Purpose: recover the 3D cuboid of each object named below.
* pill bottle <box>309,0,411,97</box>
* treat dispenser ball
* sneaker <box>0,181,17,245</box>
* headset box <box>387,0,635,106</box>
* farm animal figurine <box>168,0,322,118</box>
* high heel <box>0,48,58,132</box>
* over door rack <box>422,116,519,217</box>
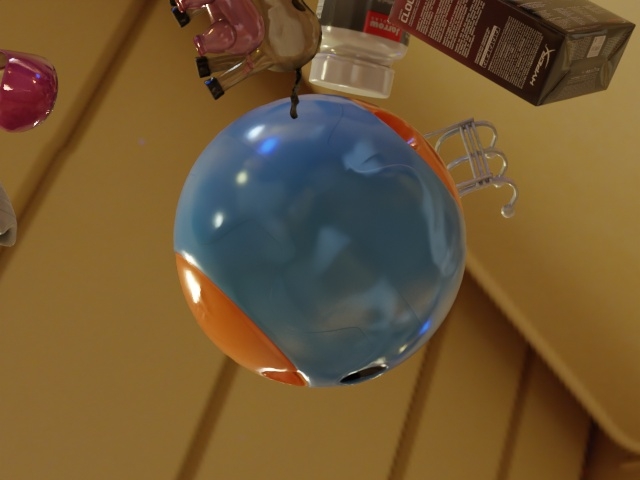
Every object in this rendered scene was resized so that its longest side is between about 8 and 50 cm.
[{"bbox_3d":[0.077,-0.383,2.168,0.161,0.161,0.283,9,-86,-49],"label":"pill bottle"},{"bbox_3d":[0.000,0.000,1.308,0.288,0.288,0.288,21,-119,-45],"label":"treat dispenser ball"},{"bbox_3d":[-0.419,0.002,1.290,0.262,0.099,0.121,-27,-113,-18],"label":"sneaker"},{"bbox_3d":[0.255,-0.311,1.863,0.218,0.293,0.110,-18,-45,-51],"label":"headset box"},{"bbox_3d":[-0.077,-0.312,1.080,0.330,0.172,0.327,78,167,-62],"label":"farm animal figurine"},{"bbox_3d":[-0.352,-0.167,1.310,0.117,0.244,0.082,17,-84,-41],"label":"high heel"},{"bbox_3d":[0.104,-0.068,1.875,0.239,0.324,0.108,-91,-8,-65],"label":"over door rack"}]
